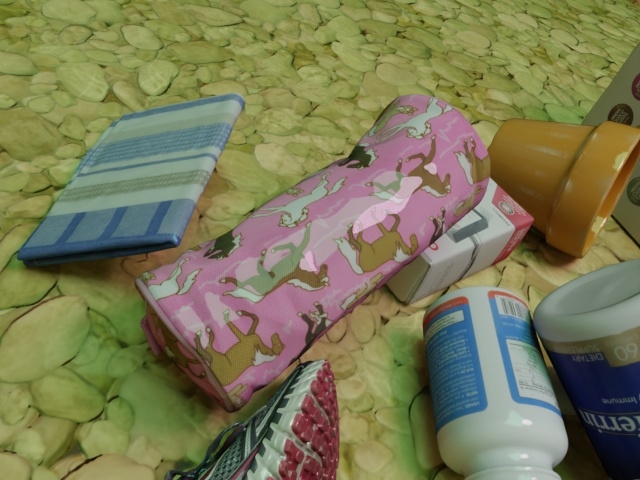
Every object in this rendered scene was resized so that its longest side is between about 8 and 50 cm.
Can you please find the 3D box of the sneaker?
[{"bbox_3d":[-0.069,0.204,0.431,0.111,0.121,0.299,4,30,27],"label":"sneaker"}]

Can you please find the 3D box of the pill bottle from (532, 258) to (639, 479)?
[{"bbox_3d":[0.339,0.164,0.522,0.153,0.153,0.265,-28,91,-37],"label":"pill bottle"}]

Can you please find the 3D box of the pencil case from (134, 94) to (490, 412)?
[{"bbox_3d":[0.000,0.000,0.540,0.386,0.167,0.160,-38,82,-23],"label":"pencil case"}]

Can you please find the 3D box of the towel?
[{"bbox_3d":[-0.213,-0.082,0.631,0.209,0.034,0.285,-7,43,16],"label":"towel"}]

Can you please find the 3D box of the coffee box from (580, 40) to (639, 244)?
[{"bbox_3d":[0.711,-0.174,0.892,0.337,0.338,0.335,-6,51,-23],"label":"coffee box"}]

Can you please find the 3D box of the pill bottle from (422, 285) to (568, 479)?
[{"bbox_3d":[0.177,0.168,0.539,0.124,0.124,0.222,12,46,-9],"label":"pill bottle"}]

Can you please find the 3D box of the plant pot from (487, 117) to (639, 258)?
[{"bbox_3d":[0.363,-0.103,0.819,0.187,0.205,0.205,29,44,29],"label":"plant pot"}]

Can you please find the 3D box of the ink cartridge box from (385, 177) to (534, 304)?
[{"bbox_3d":[0.162,-0.025,0.734,0.217,0.092,0.159,-20,57,-31],"label":"ink cartridge box"}]

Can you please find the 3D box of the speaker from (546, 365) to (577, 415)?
[{"bbox_3d":[0.294,0.179,0.617,0.136,0.055,0.055,8,47,-12],"label":"speaker"}]
